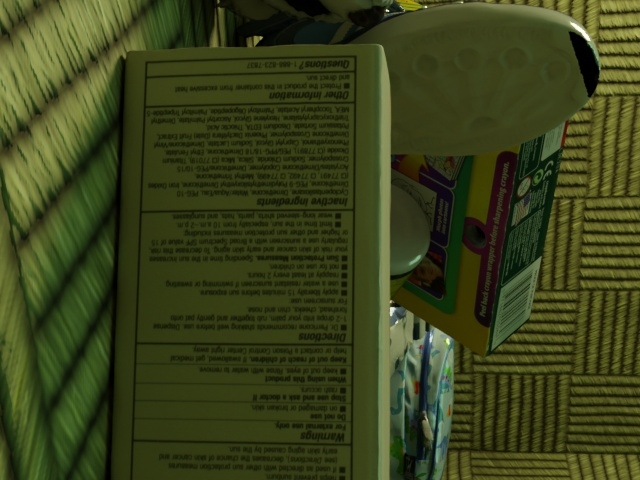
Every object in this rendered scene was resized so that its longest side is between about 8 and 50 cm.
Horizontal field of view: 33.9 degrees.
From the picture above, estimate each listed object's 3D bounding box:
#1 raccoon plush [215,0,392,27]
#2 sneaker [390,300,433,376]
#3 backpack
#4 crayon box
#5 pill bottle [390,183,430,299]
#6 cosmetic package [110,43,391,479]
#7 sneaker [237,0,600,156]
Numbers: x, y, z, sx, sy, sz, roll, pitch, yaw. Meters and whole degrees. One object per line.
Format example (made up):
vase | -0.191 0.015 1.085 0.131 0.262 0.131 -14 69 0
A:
raccoon plush | 0.000 -0.376 0.768 0.299 0.216 0.446 98 -7 -73
sneaker | 0.035 0.106 1.462 0.315 0.182 0.127 -37 136 -44
backpack | 0.097 0.269 1.624 0.290 0.274 0.355 8 70 -78
crayon box | 0.115 -0.085 1.233 0.106 0.313 0.362 -34 142 -33
pill bottle | 0.037 0.032 1.225 0.208 0.119 0.119 122 -23 -54
cosmetic package | -0.033 0.045 0.617 0.129 0.153 0.296 50 42 -80
sneaker | 0.081 -0.174 0.921 0.236 0.323 0.130 -71 142 -50
